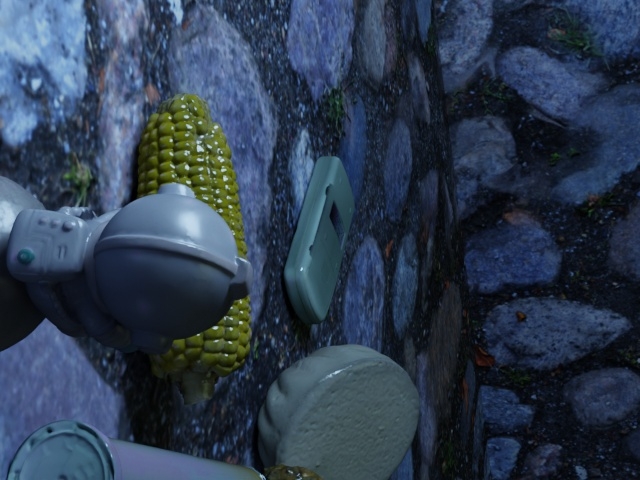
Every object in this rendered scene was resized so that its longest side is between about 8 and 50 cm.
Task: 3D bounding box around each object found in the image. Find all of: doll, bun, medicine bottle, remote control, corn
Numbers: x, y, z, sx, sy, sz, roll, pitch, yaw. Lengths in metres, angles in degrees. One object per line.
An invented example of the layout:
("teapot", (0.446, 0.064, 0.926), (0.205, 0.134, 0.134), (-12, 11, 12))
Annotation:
("doll", (-0.187, 0.017, 0.722), (0.151, 0.287, 0.151), (0, 90, -71))
("bun", (0.002, 0.260, 1.484), (0.263, 0.175, 0.263), (-17, 121, -31))
("medicine bottle", (-0.167, 0.272, 1.054), (0.426, 0.108, 0.108), (47, 44, -66))
("remote control", (0.000, 0.000, 1.667), (0.140, 0.056, 0.296), (68, 28, -42))
("corn", (-0.145, 0.008, 1.108), (0.130, 0.130, 0.347), (19, 66, -71))

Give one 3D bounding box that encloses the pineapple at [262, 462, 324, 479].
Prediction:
("pineapple", (-0.068, 0.413, 1.270), (0.248, 0.128, 0.128), (-61, 146, -34))
